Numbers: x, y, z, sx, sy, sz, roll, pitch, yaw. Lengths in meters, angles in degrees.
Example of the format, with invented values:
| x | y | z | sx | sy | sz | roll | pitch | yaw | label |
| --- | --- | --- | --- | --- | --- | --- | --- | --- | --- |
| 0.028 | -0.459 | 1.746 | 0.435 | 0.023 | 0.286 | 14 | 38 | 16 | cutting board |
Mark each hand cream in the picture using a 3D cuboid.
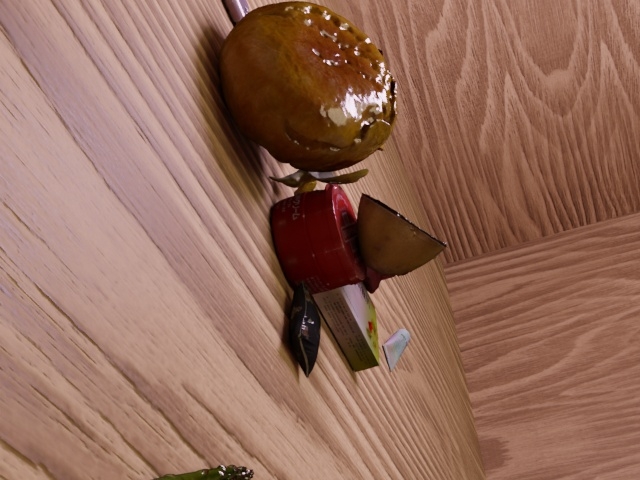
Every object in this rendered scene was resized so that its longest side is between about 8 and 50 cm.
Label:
| x | y | z | sx | sy | sz | roll | pitch | yaw | label |
| --- | --- | --- | --- | --- | --- | --- | --- | --- | --- |
| 0.000 | 0.000 | 1.346 | 0.193 | 0.125 | 0.193 | -17 | 90 | -77 | hand cream |
| 0.203 | 0.288 | 1.991 | 0.174 | 0.047 | 0.076 | -35 | 108 | -67 | hand cream |

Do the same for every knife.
| x | y | z | sx | sy | sz | roll | pitch | yaw | label |
| --- | --- | --- | --- | --- | --- | --- | --- | --- | --- |
| -0.112 | -0.357 | 1.506 | 0.132 | 0.038 | 0.398 | -89 | 158 | -57 | knife |

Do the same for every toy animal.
| x | y | z | sx | sy | sz | roll | pitch | yaw | label |
| --- | --- | --- | --- | --- | --- | --- | --- | --- | --- |
| -0.029 | -0.140 | 1.412 | 0.155 | 0.219 | 0.095 | 10 | 74 | -28 | toy animal |

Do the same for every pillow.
| x | y | z | sx | sy | sz | roll | pitch | yaw | label |
| --- | --- | --- | --- | --- | --- | --- | --- | --- | --- |
| -0.025 | 0.147 | 1.235 | 0.150 | 0.048 | 0.090 | -89 | 155 | -58 | pillow |

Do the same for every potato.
| x | y | z | sx | sy | sz | roll | pitch | yaw | label |
| --- | --- | --- | --- | --- | --- | --- | --- | --- | --- |
| 0.126 | 0.004 | 1.350 | 0.182 | 0.117 | 0.202 | 36 | 5 | 17 | potato |

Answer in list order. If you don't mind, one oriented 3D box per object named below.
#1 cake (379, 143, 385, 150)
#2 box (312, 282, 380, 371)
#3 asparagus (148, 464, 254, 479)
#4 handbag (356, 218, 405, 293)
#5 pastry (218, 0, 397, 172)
| x | y | z | sx | sy | sz | roll | pitch | yaw | label |
| --- | --- | --- | --- | --- | --- | --- | --- | --- | --- |
| 0.082 | -0.270 | 1.888 | 0.185 | 0.208 | 0.178 | 30 | -72 | 57 | cake |
| 0.053 | 0.127 | 1.535 | 0.175 | 0.062 | 0.260 | -90 | 158 | -49 | box |
| -0.124 | 0.253 | 0.774 | 0.248 | 0.024 | 0.025 | 39 | 44 | -69 | asparagus |
| 0.125 | 0.023 | 1.666 | 0.146 | 0.135 | 0.225 | 59 | -5 | 21 | handbag |
| -0.015 | -0.276 | 1.294 | 0.356 | 0.164 | 0.356 | 19 | 55 | -28 | pastry |
